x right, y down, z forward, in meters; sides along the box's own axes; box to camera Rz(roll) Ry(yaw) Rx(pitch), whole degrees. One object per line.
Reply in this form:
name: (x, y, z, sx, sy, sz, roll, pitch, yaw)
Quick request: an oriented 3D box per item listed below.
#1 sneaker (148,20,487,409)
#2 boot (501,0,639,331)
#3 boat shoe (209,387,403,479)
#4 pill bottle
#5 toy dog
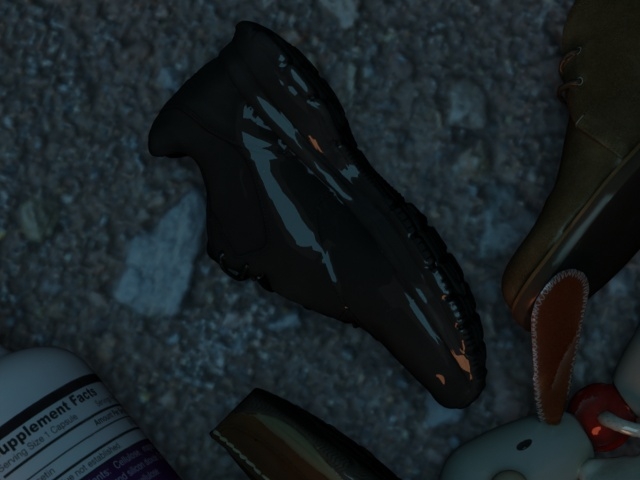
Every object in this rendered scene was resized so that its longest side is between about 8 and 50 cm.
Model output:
sneaker: (0.000, 0.000, 1.202, 0.130, 0.109, 0.286, -38, 80, 8)
boot: (0.191, -0.082, 1.206, 0.115, 0.112, 0.305, 32, 81, 20)
boat shoe: (0.047, 0.232, 1.168, 0.324, 0.122, 0.120, 43, 91, 4)
pill bottle: (-0.164, 0.194, 1.137, 0.181, 0.181, 0.323, -40, 84, -2)
toy dog: (0.234, 0.080, 1.149, 0.220, 0.161, 0.333, 33, 86, 2)
